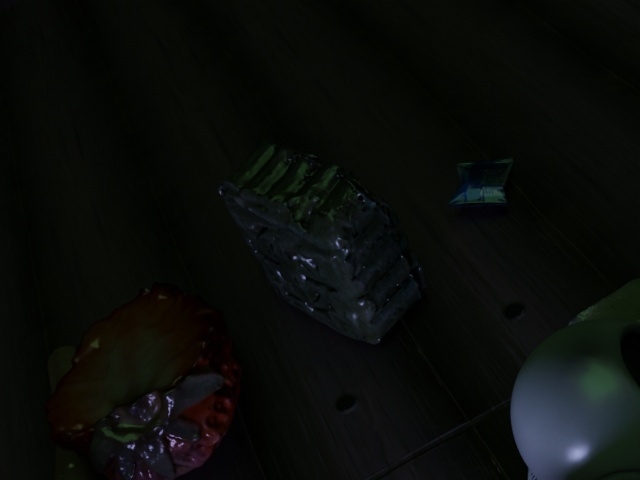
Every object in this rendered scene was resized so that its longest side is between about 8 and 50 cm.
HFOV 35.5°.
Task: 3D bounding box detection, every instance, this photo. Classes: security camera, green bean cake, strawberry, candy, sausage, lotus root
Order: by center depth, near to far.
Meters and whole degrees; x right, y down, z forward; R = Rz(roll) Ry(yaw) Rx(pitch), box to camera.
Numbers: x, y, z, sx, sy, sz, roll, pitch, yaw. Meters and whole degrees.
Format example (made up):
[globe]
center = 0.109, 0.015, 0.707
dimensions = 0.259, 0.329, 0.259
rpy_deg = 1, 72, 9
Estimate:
[security camera]
center = 0.282, 0.188, 0.994
dimensions = 0.194, 0.236, 0.194
rpy_deg = -17, 37, 14
[lotus root]
center = 0.375, 0.113, 1.156
dimensions = 0.143, 0.070, 0.144
rpy_deg = -34, 40, -9
[green bean cake]
center = 0.000, 0.000, 1.350
dimensions = 0.241, 0.255, 0.132
rpy_deg = 27, 65, 40
[strawberry]
center = -0.223, 0.194, 1.353
dimensions = 0.265, 0.149, 0.336
rpy_deg = -33, 28, 2
[sausage]
center = -0.348, 0.257, 1.404
dimensions = 0.066, 0.066, 0.301
rpy_deg = -25, 41, 2
[candy]
center = 0.238, -0.087, 1.485
dimensions = 0.088, 0.038, 0.136
rpy_deg = -5, 34, 19
